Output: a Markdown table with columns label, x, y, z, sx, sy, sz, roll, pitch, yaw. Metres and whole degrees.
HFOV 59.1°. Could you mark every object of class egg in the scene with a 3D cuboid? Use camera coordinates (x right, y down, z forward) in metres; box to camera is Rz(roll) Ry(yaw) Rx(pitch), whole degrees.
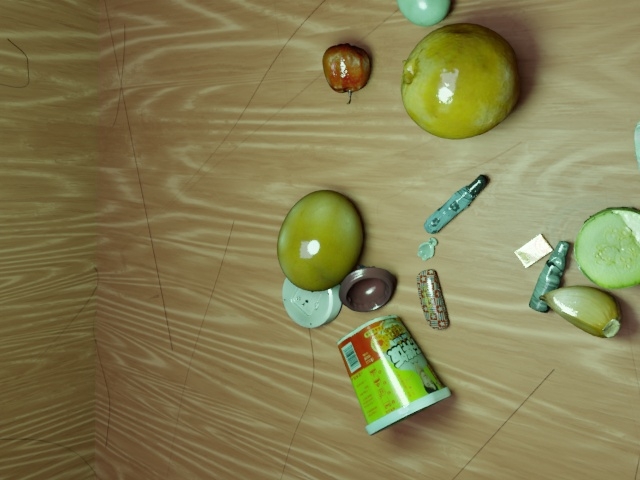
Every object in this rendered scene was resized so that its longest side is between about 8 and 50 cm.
| label | x | y | z | sx | sy | sz | roll | pitch | yaw |
| --- | --- | --- | --- | --- | --- | --- | --- | --- | --- |
| egg | 0.000 | 0.000 | 1.895 | 0.283 | 0.283 | 0.350 | 1 | 69 | 35 |
| egg | 0.307 | -0.733 | 1.698 | 0.149 | 0.149 | 0.192 | -47 | 69 | 29 |

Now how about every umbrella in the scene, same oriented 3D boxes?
| label | x | y | z | sx | sy | sz | roll | pitch | yaw |
| --- | --- | --- | --- | --- | --- | --- | --- | --- | --- |
| umbrella | 0.416 | -0.111 | 1.743 | 0.250 | 0.052 | 0.053 | -48 | 34 | 29 |

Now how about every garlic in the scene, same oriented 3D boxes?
| label | x | y | z | sx | sy | sz | roll | pitch | yaw |
| --- | --- | --- | --- | --- | --- | --- | --- | --- | --- |
| garlic | 0.713 | 0.191 | 1.531 | 0.207 | 0.128 | 0.115 | 23 | 148 | 37 |

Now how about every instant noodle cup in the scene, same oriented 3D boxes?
| label | x | y | z | sx | sy | sz | roll | pitch | yaw |
| --- | --- | --- | --- | --- | --- | --- | --- | --- | --- |
| instant noodle cup | 0.219 | 0.420 | 1.815 | 0.294 | 0.294 | 0.307 | -39 | 66 | 31 |

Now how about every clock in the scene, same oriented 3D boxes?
| label | x | y | z | sx | sy | sz | roll | pitch | yaw |
| --- | --- | --- | --- | --- | --- | --- | --- | --- | --- |
| clock | -0.032 | 0.202 | 2.065 | 0.231 | 0.083 | 0.230 | 5 | 99 | 33 |

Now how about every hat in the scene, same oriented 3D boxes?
| label | x | y | z | sx | sy | sz | roll | pitch | yaw |
| --- | --- | --- | --- | --- | --- | --- | --- | --- | --- |
| hat | 0.153 | 0.153 | 1.889 | 0.205 | 0.206 | 0.089 | -49 | 31 | 28 |

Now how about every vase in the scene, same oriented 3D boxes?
| label | x | y | z | sx | sy | sz | roll | pitch | yaw |
| --- | --- | --- | --- | --- | --- | --- | --- | --- | --- |
| vase | 0.652 | 0.100 | 1.592 | 0.060 | 0.060 | 0.211 | 25 | 107 | 31 |

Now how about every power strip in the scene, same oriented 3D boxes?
| label | x | y | z | sx | sy | sz | roll | pitch | yaw |
| --- | --- | --- | --- | --- | --- | --- | --- | --- | --- |
| power strip | 0.342 | 0.027 | 1.815 | 0.055 | 0.035 | 0.083 | 45 | 119 | 23 |

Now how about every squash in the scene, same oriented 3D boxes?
| label | x | y | z | sx | sy | sz | roll | pitch | yaw |
| --- | --- | --- | --- | --- | --- | --- | --- | --- | --- |
| squash | 0.776 | 0.014 | 1.464 | 0.220 | 0.133 | 0.220 | 0 | 90 | 31 |

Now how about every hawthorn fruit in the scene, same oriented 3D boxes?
| label | x | y | z | sx | sy | sz | roll | pitch | yaw |
| --- | --- | --- | --- | --- | --- | --- | --- | --- | --- |
| hawthorn fruit | 0.087 | -0.549 | 1.869 | 0.157 | 0.157 | 0.193 | 1 | 101 | 35 |

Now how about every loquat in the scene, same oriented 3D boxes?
| label | x | y | z | sx | sy | sz | roll | pitch | yaw |
| --- | --- | --- | --- | --- | --- | --- | --- | --- | --- |
| loquat | 0.387 | -0.438 | 1.574 | 0.329 | 0.329 | 0.328 | 4 | 96 | 35 |

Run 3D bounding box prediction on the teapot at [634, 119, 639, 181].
| label | x | y | z | sx | sy | sz | roll | pitch | yaw |
| --- | --- | --- | --- | --- | --- | --- | --- | --- | --- |
| teapot | 0.870 | -0.226 | 1.379 | 0.178 | 0.221 | 0.163 | -2 | 54 | 44 |

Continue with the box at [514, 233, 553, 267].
| label | x | y | z | sx | sy | sz | roll | pitch | yaw |
| --- | --- | --- | --- | --- | --- | --- | --- | --- | --- |
| box | 0.618 | 0.030 | 1.635 | 0.093 | 0.015 | 0.058 | -42 | 70 | 31 |

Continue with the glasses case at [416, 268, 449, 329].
| label | x | y | z | sx | sy | sz | roll | pitch | yaw |
| --- | --- | --- | --- | --- | --- | --- | --- | --- | --- |
| glasses case | 0.355 | 0.191 | 1.811 | 0.073 | 0.049 | 0.194 | -17 | 84 | 35 |
